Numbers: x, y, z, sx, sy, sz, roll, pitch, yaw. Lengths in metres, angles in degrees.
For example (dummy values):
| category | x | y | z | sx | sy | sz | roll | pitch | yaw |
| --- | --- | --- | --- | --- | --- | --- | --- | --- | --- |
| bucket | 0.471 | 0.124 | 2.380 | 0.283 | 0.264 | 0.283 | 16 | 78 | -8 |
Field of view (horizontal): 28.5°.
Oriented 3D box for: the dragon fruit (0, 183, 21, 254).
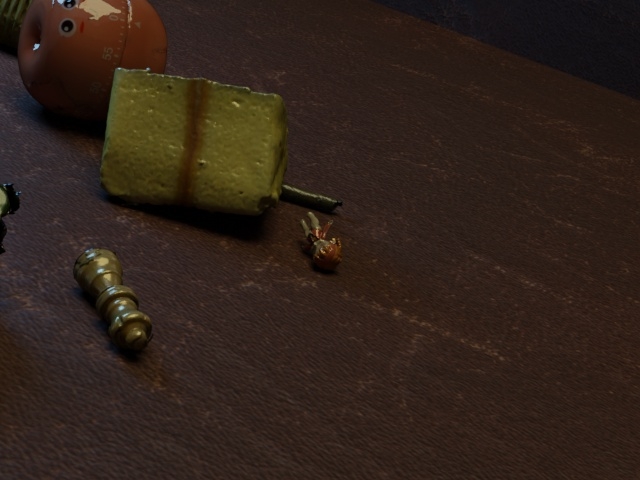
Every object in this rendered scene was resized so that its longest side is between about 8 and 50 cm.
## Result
| category | x | y | z | sx | sy | sz | roll | pitch | yaw |
| --- | --- | --- | --- | --- | --- | --- | --- | --- | --- |
| dragon fruit | -0.436 | -0.016 | 1.360 | 0.182 | 0.182 | 0.189 | 27 | 6 | 24 |

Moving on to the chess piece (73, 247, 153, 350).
| category | x | y | z | sx | sy | sz | roll | pitch | yaw |
| --- | --- | --- | --- | --- | --- | --- | --- | --- | --- |
| chess piece | -0.234 | 0.073 | 1.448 | 0.060 | 0.060 | 0.172 | 4 | 28 | -30 |

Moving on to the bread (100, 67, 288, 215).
| category | x | y | z | sx | sy | sz | roll | pitch | yaw |
| --- | --- | --- | --- | --- | --- | --- | --- | --- | --- |
| bread | -0.182 | -0.114 | 1.874 | 0.264 | 0.198 | 0.236 | 10 | -11 | 1 |

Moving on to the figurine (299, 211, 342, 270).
| category | x | y | z | sx | sy | sz | roll | pitch | yaw |
| --- | --- | --- | --- | --- | --- | --- | --- | --- | --- |
| figurine | 0.000 | 0.000 | 1.793 | 0.047 | 0.064 | 0.109 | 28 | 22 | -37 |

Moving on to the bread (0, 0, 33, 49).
| category | x | y | z | sx | sy | sz | roll | pitch | yaw |
| --- | --- | --- | --- | --- | --- | --- | --- | --- | --- |
| bread | -0.519 | -0.426 | 2.321 | 0.254 | 0.142 | 0.227 | 18 | 14 | 8 |

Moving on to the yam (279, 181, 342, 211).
| category | x | y | z | sx | sy | sz | roll | pitch | yaw |
| --- | --- | --- | --- | --- | --- | --- | --- | --- | --- |
| yam | -0.029 | -0.071 | 1.974 | 0.130 | 0.027 | 0.033 | 17 | -10 | 4 |

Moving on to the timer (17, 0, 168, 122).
| category | x | y | z | sx | sy | sz | roll | pitch | yaw |
| --- | --- | --- | --- | --- | --- | --- | --- | --- | --- |
| timer | -0.365 | -0.304 | 2.019 | 0.215 | 0.229 | 0.229 | 6 | 24 | -28 |
